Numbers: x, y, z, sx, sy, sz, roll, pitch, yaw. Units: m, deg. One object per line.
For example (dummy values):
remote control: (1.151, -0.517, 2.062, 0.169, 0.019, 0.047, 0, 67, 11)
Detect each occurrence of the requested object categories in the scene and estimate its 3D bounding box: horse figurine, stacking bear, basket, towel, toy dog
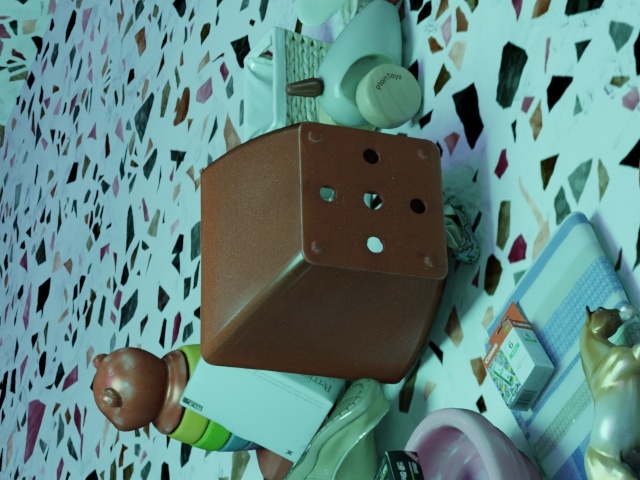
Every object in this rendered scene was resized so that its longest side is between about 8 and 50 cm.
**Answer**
horse figurine: (0.300, 0.176, 1.543, 0.174, 0.066, 0.263, -14, 71, 47)
stacking bear: (-0.178, 0.218, 2.335, 0.164, 0.289, 0.175, -63, 29, 33)
basket: (-0.045, -0.209, 2.436, 0.113, 0.103, 0.167, -39, 46, 56)
towel: (0.264, 0.131, 1.721, 0.209, 0.034, 0.285, -60, 33, 33)
toy dog: (0.032, -0.285, 2.227, 0.220, 0.161, 0.333, -50, 38, 48)

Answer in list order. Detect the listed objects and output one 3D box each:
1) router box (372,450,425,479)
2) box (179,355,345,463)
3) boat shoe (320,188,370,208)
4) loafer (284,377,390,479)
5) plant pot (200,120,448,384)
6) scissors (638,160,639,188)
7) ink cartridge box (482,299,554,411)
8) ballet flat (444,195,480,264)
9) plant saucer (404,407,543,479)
router box: (0.081, 0.300, 1.816, 0.092, 0.038, 0.122, -104, 25, -43)
box: (-0.064, 0.171, 2.174, 0.119, 0.181, 0.182, -63, 1, -37)
boat shoe: (0.002, -0.001, 2.267, 0.109, 0.091, 0.305, -19, 64, 62)
loafer: (0.034, 0.264, 2.082, 0.102, 0.092, 0.268, -52, -5, -39)
plant pot: (0.020, -0.001, 1.997, 0.236, 0.267, 0.267, 134, 139, -58)
scissors: (0.363, -0.182, 1.637, 0.109, 0.021, 0.297, -175, 93, -67)
ink cartridge box: (0.202, 0.120, 1.772, 0.063, 0.029, 0.115, -63, 32, 28)
ballet flat: (0.158, -0.017, 1.999, 0.041, 0.041, 0.114, -63, 29, 33)
plant saucer: (0.162, 0.342, 1.759, 0.332, 0.084, 0.332, -177, 90, -71)
